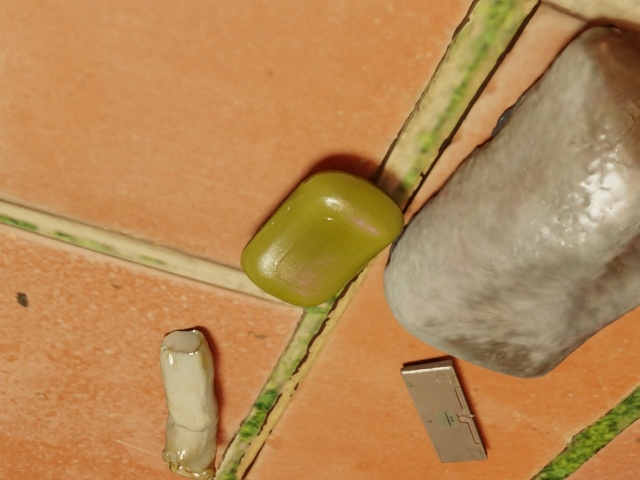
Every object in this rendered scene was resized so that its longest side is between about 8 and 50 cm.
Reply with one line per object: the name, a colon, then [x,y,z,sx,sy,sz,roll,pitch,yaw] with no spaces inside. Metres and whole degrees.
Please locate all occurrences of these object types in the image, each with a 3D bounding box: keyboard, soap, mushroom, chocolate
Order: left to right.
mushroom: [-0.128,0.164,0.789,0.059,0.054,0.202,7,129,-1]
soap: [0.000,-0.001,0.623,0.089,0.045,0.140,27,128,-24]
keyboard: [0.127,0.171,0.802,0.055,0.017,0.166,-9,133,18]
chocolate: [0.177,0.006,0.590,0.185,0.100,0.303,20,135,-19]
